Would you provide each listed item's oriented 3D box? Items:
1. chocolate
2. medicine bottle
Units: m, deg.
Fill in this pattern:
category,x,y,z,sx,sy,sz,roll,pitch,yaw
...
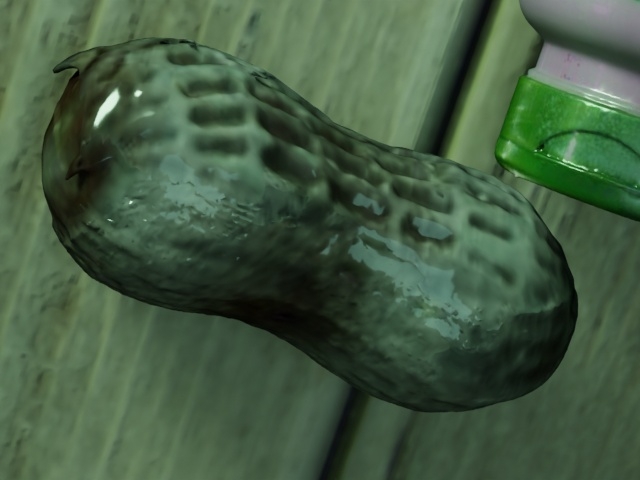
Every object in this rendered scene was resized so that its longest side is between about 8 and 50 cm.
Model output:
category,x,y,z,sx,sy,sz,roll,pitch,yaw
chocolate,0.000,0.000,0.688,0.248,0.110,0.110,21,97,-22
medicine bottle,0.162,-0.141,0.697,0.133,0.133,0.274,13,101,-26
